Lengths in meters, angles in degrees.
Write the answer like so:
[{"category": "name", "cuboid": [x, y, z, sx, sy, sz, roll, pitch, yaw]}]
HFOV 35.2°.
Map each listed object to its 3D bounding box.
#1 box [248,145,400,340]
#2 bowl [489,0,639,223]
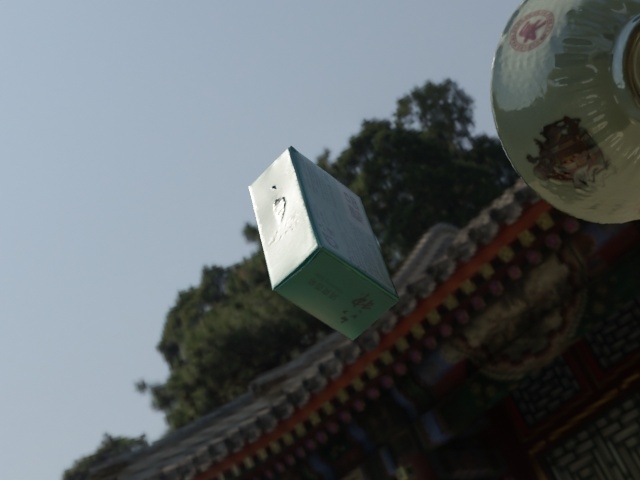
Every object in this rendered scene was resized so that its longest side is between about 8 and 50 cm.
[{"category": "box", "cuboid": [0.000, 0.000, 1.367, 0.092, 0.245, 0.153, -42, -57, 19]}, {"category": "bowl", "cuboid": [0.396, -0.194, 1.269, 0.337, 0.337, 0.157, -13, -1, -19]}]
